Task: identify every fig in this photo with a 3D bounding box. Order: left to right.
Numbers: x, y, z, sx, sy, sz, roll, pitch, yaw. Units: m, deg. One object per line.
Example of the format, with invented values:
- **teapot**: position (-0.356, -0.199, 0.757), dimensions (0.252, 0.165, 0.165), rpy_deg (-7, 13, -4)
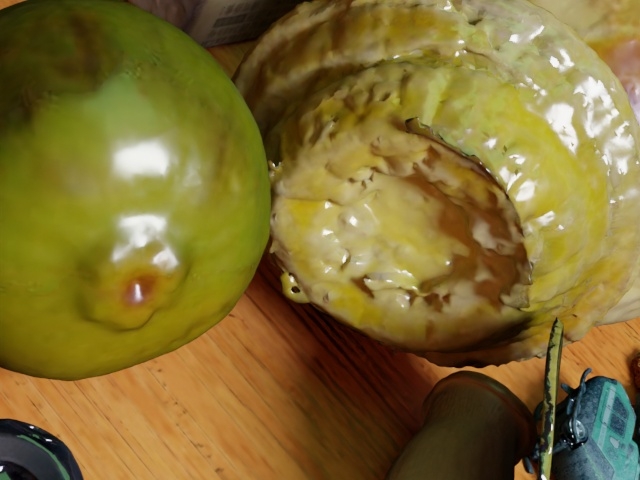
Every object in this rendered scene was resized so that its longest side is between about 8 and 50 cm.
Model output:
- **fig**: position (-0.140, -0.044, 0.526), dimensions (0.207, 0.207, 0.230), rpy_deg (-5, 57, -39)

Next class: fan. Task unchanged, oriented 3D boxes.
- **fan**: position (0.116, 0.165, 0.511), dimensions (0.011, 0.229, 0.335), rpy_deg (6, 10, 14)

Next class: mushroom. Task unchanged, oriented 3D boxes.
- **mushroom**: position (0.077, 0.182, 0.568), dimensions (0.108, 0.096, 0.247), rpy_deg (36, 40, -13)

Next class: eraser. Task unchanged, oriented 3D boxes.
- **eraser**: position (-0.045, -0.275, 0.897), dimensions (0.343, 0.078, 0.144), rpy_deg (-27, 74, -47)

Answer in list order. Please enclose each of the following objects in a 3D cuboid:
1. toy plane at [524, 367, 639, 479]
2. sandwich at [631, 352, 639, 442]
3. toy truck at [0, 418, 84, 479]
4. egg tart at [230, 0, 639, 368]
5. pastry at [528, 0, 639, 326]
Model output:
- **toy plane**: position (0.203, 0.177, 0.692), dimensions (0.096, 0.060, 0.235), rpy_deg (36, 42, -4)
- **sandwich**: position (0.295, 0.148, 0.809), dimensions (0.067, 0.029, 0.135), rpy_deg (35, 42, 3)
- **toy truck**: position (-0.214, 0.120, 0.395), dimensions (0.224, 0.147, 0.165), rpy_deg (39, 65, -5)
- **egg tart**: position (0.060, -0.019, 0.593), dimensions (0.290, 0.290, 0.115), rpy_deg (37, 39, -3)
- **pastry**: position (0.195, -0.126, 0.765), dimensions (0.389, 0.312, 0.388), rpy_deg (21, 47, -24)
